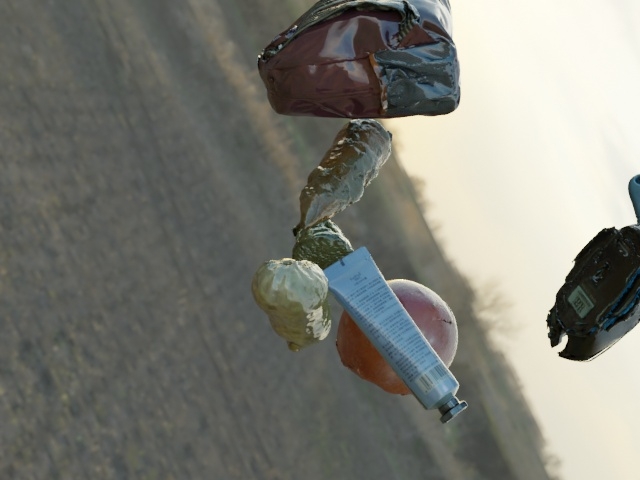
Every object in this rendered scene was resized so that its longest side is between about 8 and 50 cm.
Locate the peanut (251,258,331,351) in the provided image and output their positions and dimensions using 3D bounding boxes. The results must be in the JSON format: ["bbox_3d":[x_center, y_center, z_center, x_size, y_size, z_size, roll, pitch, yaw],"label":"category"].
[{"bbox_3d":[-0.031,0.083,1.718,0.214,0.099,0.099,74,-6,-58],"label":"peanut"}]

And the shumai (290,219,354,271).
[{"bbox_3d":[-0.001,0.000,2.197,0.124,0.099,0.087,51,21,-49],"label":"shumai"}]

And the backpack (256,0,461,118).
[{"bbox_3d":[0.057,-0.299,2.064,0.283,0.317,0.197,-85,165,-58],"label":"backpack"}]

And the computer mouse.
[{"bbox_3d":[0.420,0.078,1.894,0.077,0.241,0.146,26,24,-33],"label":"computer mouse"}]

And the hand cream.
[{"bbox_3d":[0.108,0.134,1.833,0.271,0.091,0.058,53,-26,11],"label":"hand cream"}]

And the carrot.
[{"bbox_3d":[0.027,-0.097,2.115,0.263,0.102,0.102,-53,125,-44],"label":"carrot"}]

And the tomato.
[{"bbox_3d":[0.134,0.160,2.273,0.208,0.184,0.208,27,10,-5],"label":"tomato"}]

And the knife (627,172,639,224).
[{"bbox_3d":[0.568,-0.014,2.251,0.032,0.058,0.244,60,23,-51],"label":"knife"}]
